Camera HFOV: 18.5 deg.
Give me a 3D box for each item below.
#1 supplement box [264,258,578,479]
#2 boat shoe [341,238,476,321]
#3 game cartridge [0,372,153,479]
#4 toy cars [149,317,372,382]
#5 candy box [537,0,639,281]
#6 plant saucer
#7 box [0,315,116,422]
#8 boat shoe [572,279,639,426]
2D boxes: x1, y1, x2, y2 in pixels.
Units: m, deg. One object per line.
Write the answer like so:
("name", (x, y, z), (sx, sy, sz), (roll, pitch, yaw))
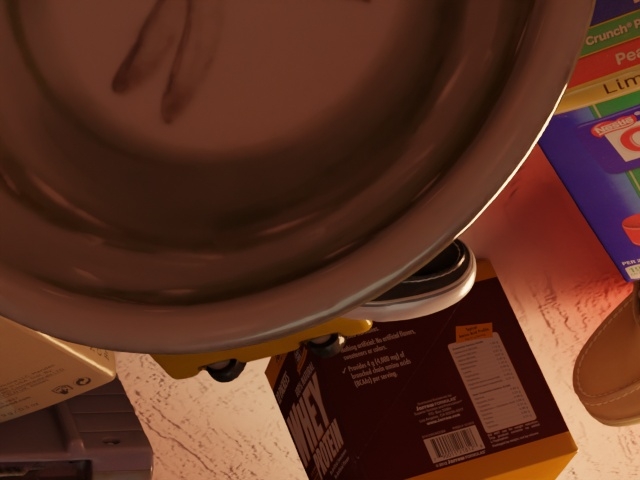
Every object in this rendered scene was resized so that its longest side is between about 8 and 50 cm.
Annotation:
("supplement box", (0.082, 0.146, 1.693), (0.191, 0.194, 0.129), (-14, 155, -21))
("boat shoe", (0.000, 0.000, 1.413), (0.229, 0.080, 0.076), (8, 144, 3))
("game cartridge", (-0.331, 0.144, 1.597), (0.355, 0.230, 0.068), (0, 113, -17))
("toy cars", (-0.015, -0.013, 1.526), (0.177, 0.087, 0.393), (15, 141, -18))
("candy box", (0.296, -0.111, 1.393), (0.268, 0.122, 0.317), (-17, 150, 16))
("plant saucer", (-0.052, -0.138, 0.969), (0.401, 0.400, 0.100), (-17, 166, 14))
("box", (-0.285, 0.010, 1.419), (0.121, 0.148, 0.311), (-21, 151, 19))
("boat shoe", (0.322, 0.040, 1.703), (0.110, 0.121, 0.341), (17, 132, -33))
